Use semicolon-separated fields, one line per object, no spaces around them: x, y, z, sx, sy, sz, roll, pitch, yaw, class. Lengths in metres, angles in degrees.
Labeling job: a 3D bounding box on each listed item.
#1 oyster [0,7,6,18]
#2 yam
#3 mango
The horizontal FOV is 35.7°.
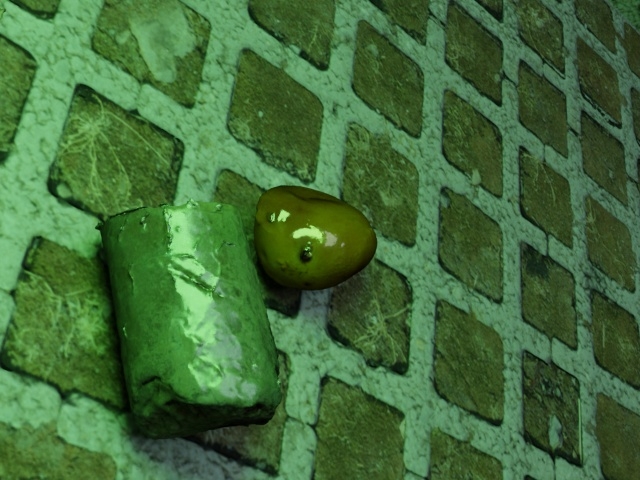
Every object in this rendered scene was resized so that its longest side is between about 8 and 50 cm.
-0.480;-0.272;1.183;0.161;0.107;0.233;35;29;-23;oyster
-0.161;0.097;1.242;0.195;0.195;0.300;1;68;-46;yam
0.000;0.000;1.495;0.236;0.166;0.136;-36;142;-69;mango
